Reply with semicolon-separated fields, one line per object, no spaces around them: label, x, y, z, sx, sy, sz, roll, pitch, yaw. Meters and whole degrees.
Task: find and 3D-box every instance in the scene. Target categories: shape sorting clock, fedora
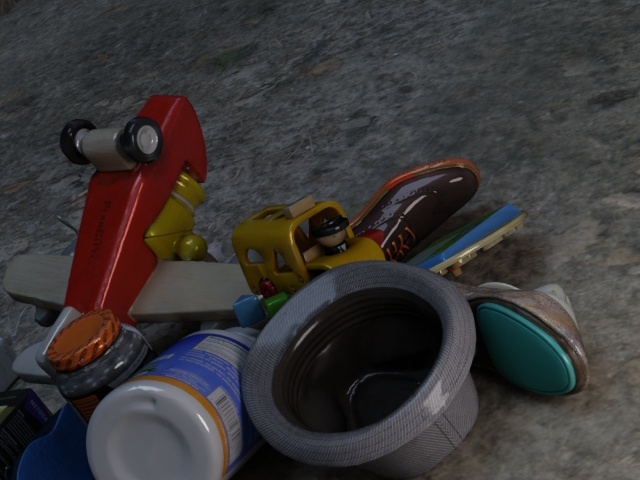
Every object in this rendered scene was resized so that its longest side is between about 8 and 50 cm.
shape sorting clock;0.147;0.022;1.924;0.206;0.040;0.206;-33;2;1
fedora;0.061;0.150;1.731;0.275;0.124;0.244;16;61;50

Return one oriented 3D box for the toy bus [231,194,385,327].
toy bus;-0.011;0.003;1.928;0.202;0.104;0.191;-21;14;8

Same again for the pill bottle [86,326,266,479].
pill bottle;-0.130;0.184;1.826;0.152;0.152;0.272;-22;6;22

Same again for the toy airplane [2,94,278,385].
toy airplane;-0.231;0.051;2.185;0.384;0.272;0.386;-45;51;18

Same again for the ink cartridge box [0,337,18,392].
ink cartridge box;-0.511;0.212;2.402;0.109;0.063;0.150;-6;36;45

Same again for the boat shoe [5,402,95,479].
boat shoe;-0.316;0.284;2.011;0.089;0.109;0.258;-51;0;15

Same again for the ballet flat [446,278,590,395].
ballet flat;0.196;0.083;1.745;0.106;0.108;0.316;-29;21;-26

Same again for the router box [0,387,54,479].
router box;-0.506;0.310;2.174;0.308;0.081;0.243;-12;31;44

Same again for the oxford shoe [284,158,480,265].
oxford shoe;0.087;0.001;2.064;0.271;0.097;0.098;-35;41;11

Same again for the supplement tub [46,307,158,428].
supplement tub;-0.228;0.178;1.965;0.117;0.190;0.117;-26;25;13
